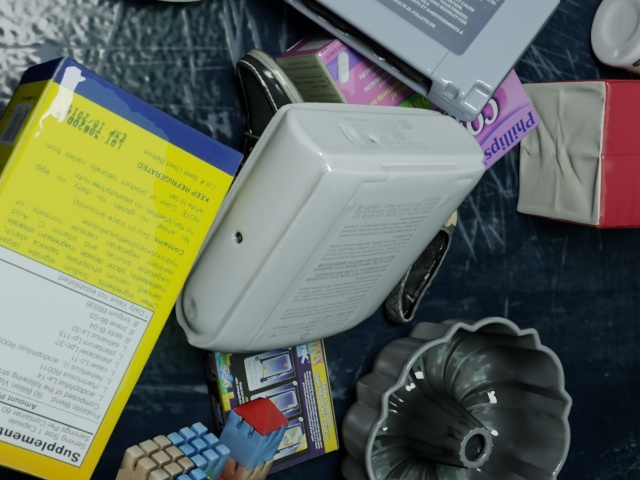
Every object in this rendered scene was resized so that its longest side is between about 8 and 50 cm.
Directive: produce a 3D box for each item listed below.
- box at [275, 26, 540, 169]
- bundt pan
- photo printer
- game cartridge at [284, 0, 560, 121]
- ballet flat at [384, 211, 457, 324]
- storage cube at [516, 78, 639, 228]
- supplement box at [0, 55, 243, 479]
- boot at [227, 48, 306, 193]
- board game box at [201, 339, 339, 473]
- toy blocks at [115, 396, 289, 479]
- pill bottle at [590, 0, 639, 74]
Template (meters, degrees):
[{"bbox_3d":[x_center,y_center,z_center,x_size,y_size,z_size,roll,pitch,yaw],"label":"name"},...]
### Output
[{"bbox_3d":[0.108,-0.178,1.098,0.213,0.117,0.243,-40,113,-17],"label":"box"},{"bbox_3d":[0.162,0.247,1.176,0.330,0.124,0.331,-5,100,-30],"label":"bundt pan"},{"bbox_3d":[0.000,0.000,0.963,0.256,0.107,0.307,-6,141,-42],"label":"photo printer"},{"bbox_3d":[0.096,-0.282,0.986,0.297,0.062,0.198,36,68,7],"label":"game cartridge"},{"bbox_3d":[0.137,0.031,1.180,0.057,0.049,0.173,28,84,-28],"label":"ballet flat"},{"bbox_3d":[0.391,-0.119,1.199,0.193,0.215,0.184,-3,99,-20],"label":"storage cube"},{"bbox_3d":[-0.262,0.026,0.898,0.194,0.195,0.357,28,84,-27],"label":"supplement box"},{"bbox_3d":[-0.089,-0.074,1.025,0.178,0.085,0.236,-30,120,-19],"label":"boot"},{"bbox_3d":[-0.059,0.189,1.106,0.141,0.048,0.170,-14,103,-26],"label":"board game box"},{"bbox_3d":[-0.156,0.303,0.902,0.381,0.190,0.261,-12,131,-53],"label":"toy blocks"},{"bbox_3d":[0.492,-0.278,1.276,0.208,0.119,0.119,9,93,-28],"label":"pill bottle"}]
